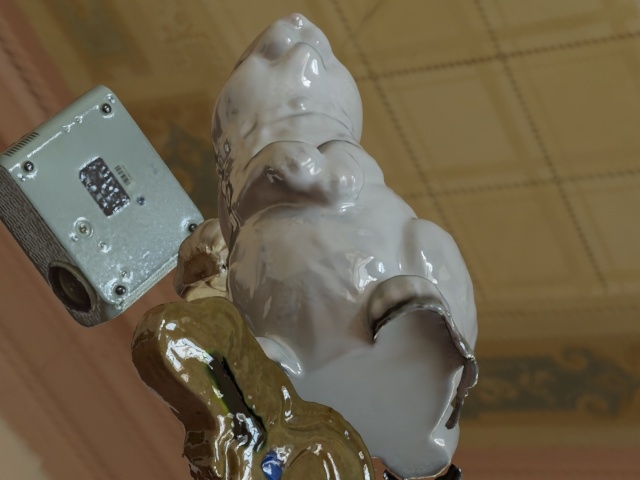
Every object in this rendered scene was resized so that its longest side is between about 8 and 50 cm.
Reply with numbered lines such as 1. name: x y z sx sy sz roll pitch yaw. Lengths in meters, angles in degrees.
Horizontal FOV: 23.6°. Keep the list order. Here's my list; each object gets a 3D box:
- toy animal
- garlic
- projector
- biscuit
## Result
1. toy animal: 0.000 0.000 1.178 0.194 0.357 0.257 -16 -45 -1
2. garlic: -0.111 0.019 1.604 0.074 0.094 0.113 51 -56 17
3. projector: -0.291 -0.045 1.977 0.108 0.198 0.250 -18 -71 53
4. biscuit: -0.026 0.172 0.987 0.047 0.183 0.319 -12 -71 36
